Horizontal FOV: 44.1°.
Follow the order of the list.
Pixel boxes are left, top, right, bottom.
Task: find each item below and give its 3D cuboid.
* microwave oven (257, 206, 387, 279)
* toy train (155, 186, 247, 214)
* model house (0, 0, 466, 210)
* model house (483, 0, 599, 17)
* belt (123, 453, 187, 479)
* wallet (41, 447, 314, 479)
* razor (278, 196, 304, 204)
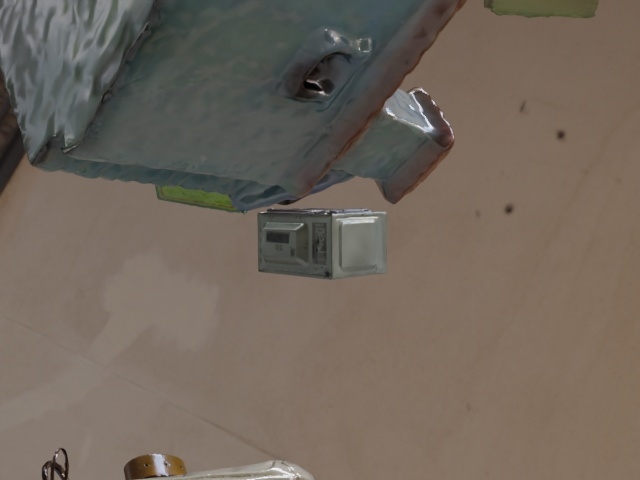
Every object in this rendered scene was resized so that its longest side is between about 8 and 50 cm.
[{"bbox_3d":[0.000,0.000,1.447,0.162,0.122,0.208,-3,4,-42],"label":"microwave oven"},{"bbox_3d":[-0.144,-0.171,1.096,0.159,0.271,0.188,9,-40,8],"label":"toy train"},{"bbox_3d":[-0.017,-0.170,0.550,0.329,0.295,0.251,13,39,-40],"label":"model house"},{"bbox_3d":[0.416,-0.528,1.461,0.214,0.189,0.195,7,-2,17],"label":"model house"},{"bbox_3d":[-0.191,0.275,0.917,0.083,0.059,0.036,30,27,-48],"label":"belt"},{"bbox_3d":[-0.131,0.303,0.878,0.275,0.068,0.335,-4,-33,0],"label":"wallet"},{"bbox_3d":[-0.025,-0.108,0.954,0.090,0.148,0.054,-22,-52,17],"label":"razor"}]
